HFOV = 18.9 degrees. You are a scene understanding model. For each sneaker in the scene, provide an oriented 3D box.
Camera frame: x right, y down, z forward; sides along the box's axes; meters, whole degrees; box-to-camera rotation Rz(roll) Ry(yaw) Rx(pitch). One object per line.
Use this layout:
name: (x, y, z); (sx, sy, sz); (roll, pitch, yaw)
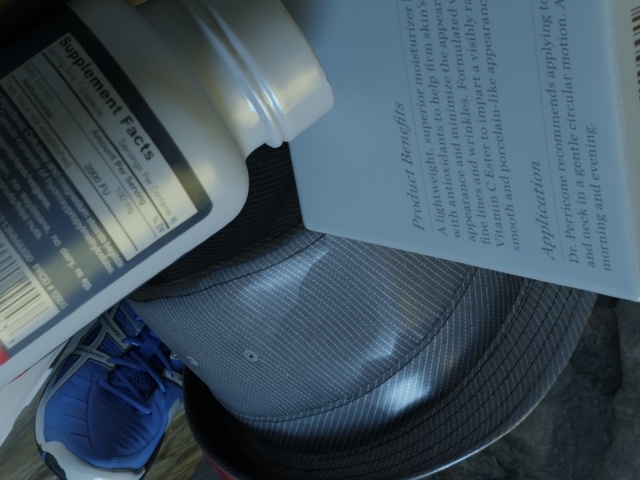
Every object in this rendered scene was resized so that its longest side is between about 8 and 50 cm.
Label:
sneaker: (-0.109, 0.063, 1.144); (0.211, 0.080, 0.081); (-71, -173, -49)

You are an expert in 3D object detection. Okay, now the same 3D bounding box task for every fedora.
fedora: (0.000, 0.000, 0.968); (0.275, 0.124, 0.243); (0, -121, 51)

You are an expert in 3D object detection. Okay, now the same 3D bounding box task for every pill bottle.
pill bottle: (-0.090, -0.032, 0.740); (0.180, 0.108, 0.108); (-36, 171, -8)

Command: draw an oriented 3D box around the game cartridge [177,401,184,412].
game cartridge: (-0.066, 0.061, 1.454); (0.294, 0.060, 0.196); (-31, 165, -32)

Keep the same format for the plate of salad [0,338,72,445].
plate of salad: (-0.198, 0.096, 1.098); (0.200, 0.048, 0.200); (-55, -178, 4)

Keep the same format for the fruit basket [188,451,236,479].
fruit basket: (0.018, 0.075, 1.189); (0.353, 0.165, 0.327); (-61, -169, -26)

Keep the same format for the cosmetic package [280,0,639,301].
cosmetic package: (0.093, -0.084, 0.791); (0.184, 0.151, 0.151); (14, -148, 42)
